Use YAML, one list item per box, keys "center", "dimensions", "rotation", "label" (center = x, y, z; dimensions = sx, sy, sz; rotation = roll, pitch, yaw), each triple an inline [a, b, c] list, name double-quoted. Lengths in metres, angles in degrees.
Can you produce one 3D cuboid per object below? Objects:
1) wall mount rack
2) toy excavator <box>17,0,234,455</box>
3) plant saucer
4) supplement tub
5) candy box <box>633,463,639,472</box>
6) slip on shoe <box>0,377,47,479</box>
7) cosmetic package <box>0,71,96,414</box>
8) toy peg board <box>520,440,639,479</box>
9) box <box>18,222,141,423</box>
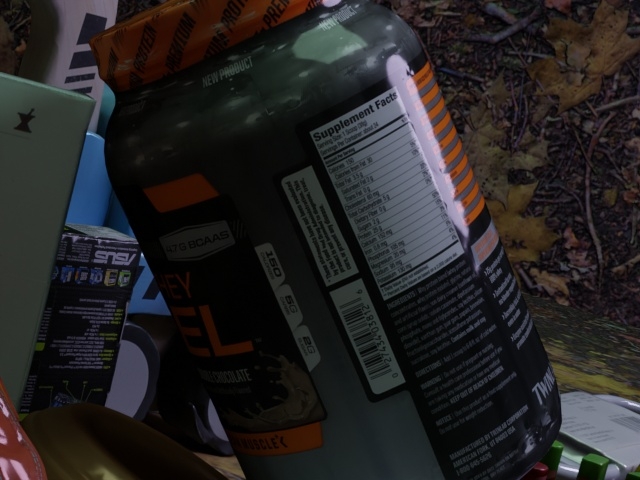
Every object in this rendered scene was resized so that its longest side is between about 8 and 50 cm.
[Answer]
- center: [0.161, 0.185, 1.352]
  dimensions: [0.304, 0.131, 0.350]
  rotation: [23, 10, 30]
  label: "wall mount rack"
- center: [-0.195, -0.079, 1.316]
  dimensions: [0.222, 0.445, 0.433]
  rotation: [20, 8, 42]
  label: "toy excavator"
- center: [-0.099, 0.159, 1.047]
  dimensions: [0.200, 0.037, 0.200]
  rotation: [34, 3, -2]
  label: "plant saucer"
- center: [0.000, 0.000, 1.029]
  dimensions: [0.207, 0.338, 0.207]
  rotation: [-22, 11, 5]
  label: "supplement tub"
- center: [0.270, 0.238, 1.117]
  dimensions: [0.105, 0.027, 0.206]
  rotation: [16, 37, -11]
  label: "candy box"
- center: [-0.207, 0.086, 0.841]
  dimensions: [0.101, 0.123, 0.331]
  rotation: [32, 29, -61]
  label: "slip on shoe"
- center: [-0.344, 0.007, 0.952]
  dimensions: [0.377, 0.285, 0.097]
  rotation: [14, 6, -11]
  label: "cosmetic package"
- center: [0.164, 0.183, 1.021]
  dimensions: [0.161, 0.079, 0.160]
  rotation: [17, 8, 20]
  label: "toy peg board"
- center: [-0.214, 0.077, 1.110]
  dimensions: [0.045, 0.184, 0.190]
  rotation: [21, 10, 38]
  label: "box"
